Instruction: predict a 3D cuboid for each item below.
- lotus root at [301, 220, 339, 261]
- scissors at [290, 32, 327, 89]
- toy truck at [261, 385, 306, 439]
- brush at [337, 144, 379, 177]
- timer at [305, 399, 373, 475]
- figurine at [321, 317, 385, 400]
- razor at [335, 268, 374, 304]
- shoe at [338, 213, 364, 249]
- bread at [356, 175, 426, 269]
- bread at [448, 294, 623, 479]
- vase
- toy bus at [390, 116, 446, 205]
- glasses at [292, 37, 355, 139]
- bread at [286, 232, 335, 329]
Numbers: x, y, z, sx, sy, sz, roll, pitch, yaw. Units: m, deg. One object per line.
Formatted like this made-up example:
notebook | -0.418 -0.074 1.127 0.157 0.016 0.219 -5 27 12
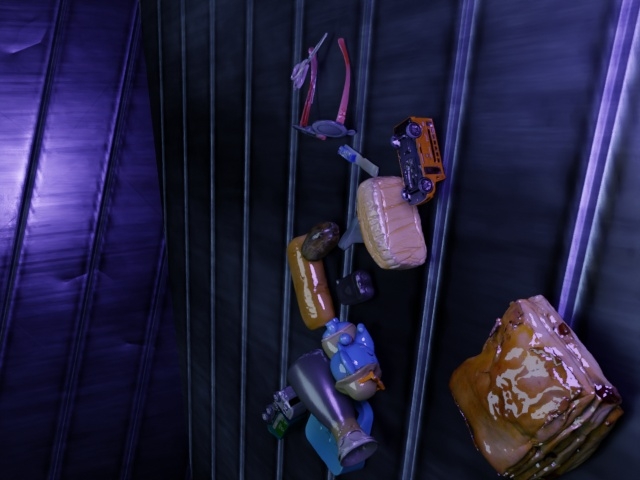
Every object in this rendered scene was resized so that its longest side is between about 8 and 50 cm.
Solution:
lotus root | 0.000 0.000 1.950 0.089 0.080 0.179 44 136 -1
scissors | -0.032 -0.519 1.862 0.189 0.015 0.100 -51 35 36
toy truck | -0.124 0.615 2.335 0.124 0.114 0.253 52 142 22
brush | 0.102 -0.219 1.769 0.178 0.030 0.033 45 125 49
timer | 0.057 0.557 2.002 0.232 0.092 0.249 39 125 52
figurine | 0.080 0.323 1.827 0.262 0.154 0.180 62 158 24
razor | 0.098 0.136 1.841 0.148 0.054 0.089 -30 71 61
shoe | 0.117 -0.031 1.764 0.078 0.079 0.195 39 133 3
bread | 0.167 -0.040 1.576 0.106 0.140 0.236 -28 73 57
bread | 0.383 0.302 1.234 0.277 0.167 0.324 59 146 36
vase | 0.038 0.482 1.877 0.321 0.173 0.173 60 145 38
toy bus | 0.228 -0.179 1.481 0.083 0.088 0.194 -25 73 61
glasses | 0.027 -0.419 1.848 0.234 0.118 0.268 11 87 62
bread | -0.037 0.131 2.063 0.142 0.091 0.305 -28 74 55
